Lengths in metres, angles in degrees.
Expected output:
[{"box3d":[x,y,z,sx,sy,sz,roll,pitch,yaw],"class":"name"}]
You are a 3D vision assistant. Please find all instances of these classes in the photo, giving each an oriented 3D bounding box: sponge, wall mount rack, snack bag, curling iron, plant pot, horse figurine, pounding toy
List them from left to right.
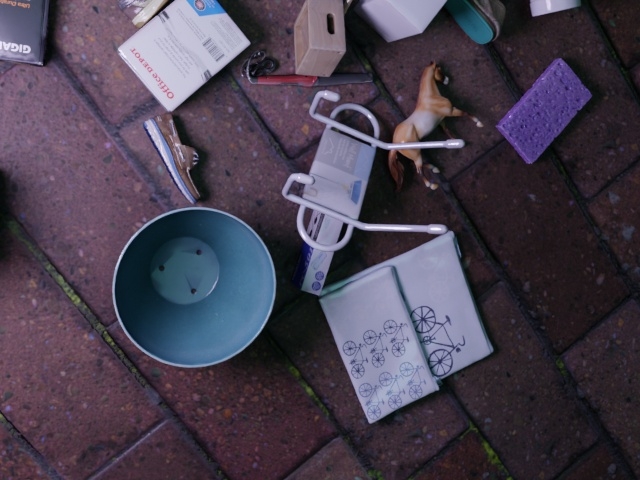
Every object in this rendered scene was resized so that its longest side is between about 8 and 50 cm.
[{"box3d":[-0.247,0.072,1.520,0.290,0.195,0.290,-2,99,-16],"class":"plant pot"},{"box3d":[-0.023,-0.336,1.610,0.274,0.035,0.068,3,97,-16],"class":"curling iron"},{"box3d":[0.013,-0.408,1.551,0.100,0.130,0.141,2,74,-16],"class":"pounding toy"},{"box3d":[0.100,-0.133,1.543,0.304,0.130,0.350,21,62,-9],"class":"wall mount rack"},{"box3d":[0.198,0.188,1.747,0.343,0.037,0.323,-24,103,-12],"class":"snack bag"},{"box3d":[0.221,-0.223,1.681,0.174,0.066,0.263,41,84,-22],"class":"horse figurine"},{"box3d":[0.491,-0.284,1.766,0.117,0.031,0.210,44,86,-17],"class":"sponge"}]

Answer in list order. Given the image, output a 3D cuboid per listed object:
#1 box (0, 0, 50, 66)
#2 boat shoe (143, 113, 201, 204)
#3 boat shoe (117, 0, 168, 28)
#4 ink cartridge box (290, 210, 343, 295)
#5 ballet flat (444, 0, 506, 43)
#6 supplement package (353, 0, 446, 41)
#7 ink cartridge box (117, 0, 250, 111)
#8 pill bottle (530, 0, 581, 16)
[{"box3d":[-0.622,-0.472,1.404,0.296,0.073,0.293,6,95,-16],"class":"box"},{"box3d":[-0.269,-0.159,1.549,0.066,0.066,0.183,-30,105,-11],"class":"boat shoe"},{"box3d":[-0.287,-0.496,1.490,0.073,0.080,0.223,40,90,-22],"class":"boat shoe"},{"box3d":[0.000,0.000,1.632,0.046,0.097,0.207,17,93,-16],"class":"ink cartridge box"},{"box3d":[0.266,-0.541,1.642,0.316,0.107,0.106,44,65,-22],"class":"ballet flat"},{"box3d":[0.157,-0.466,1.567,0.105,0.179,0.105,39,87,-17],"class":"supplement package"},{"box3d":[-0.258,-0.361,1.513,0.203,0.086,0.148,-41,106,-6],"class":"ink cartridge box"},{"box3d":[0.469,-0.597,1.660,0.136,0.136,0.245,-15,102,-13],"class":"pill bottle"}]
